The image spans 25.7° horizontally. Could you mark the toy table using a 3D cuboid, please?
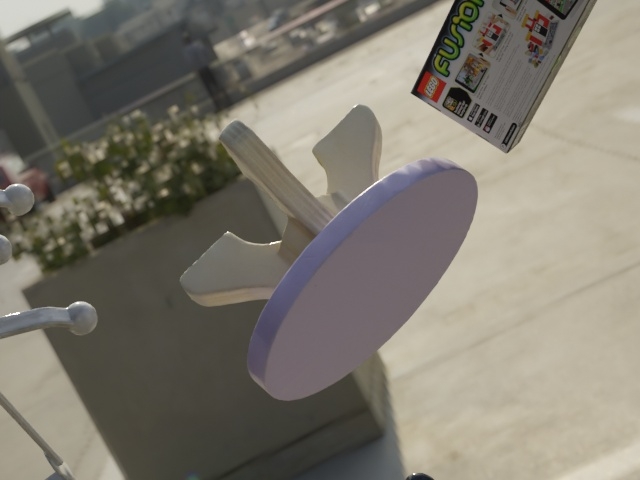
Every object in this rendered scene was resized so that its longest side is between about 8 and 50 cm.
[{"bbox_3d":[0.000,0.000,1.330,0.274,0.252,0.161,-38,53,-18],"label":"toy table"}]

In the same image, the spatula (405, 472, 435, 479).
[{"bbox_3d":[0.135,0.290,0.951,0.084,0.296,0.030,-33,-9,26],"label":"spatula"}]

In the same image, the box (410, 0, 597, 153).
[{"bbox_3d":[0.175,-0.195,1.290,0.036,0.114,0.207,-37,-22,-53],"label":"box"}]

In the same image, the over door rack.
[{"bbox_3d":[-0.242,0.015,0.973,0.108,0.239,0.324,-25,-32,-16],"label":"over door rack"}]
